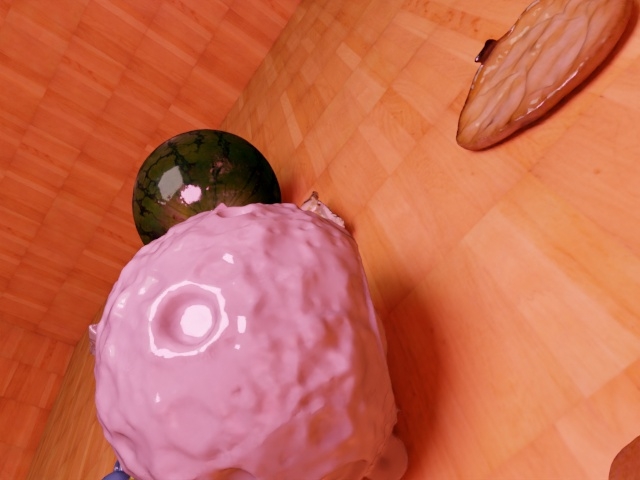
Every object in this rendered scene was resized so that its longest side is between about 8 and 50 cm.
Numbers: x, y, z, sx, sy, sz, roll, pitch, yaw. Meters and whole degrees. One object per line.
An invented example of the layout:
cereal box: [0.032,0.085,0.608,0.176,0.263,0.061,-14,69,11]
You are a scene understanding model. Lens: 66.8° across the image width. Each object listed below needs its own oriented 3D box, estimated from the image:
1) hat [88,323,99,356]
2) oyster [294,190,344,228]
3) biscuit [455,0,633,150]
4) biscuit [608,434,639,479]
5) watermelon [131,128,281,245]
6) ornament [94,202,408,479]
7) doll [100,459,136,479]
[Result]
hat: [-0.229,0.198,0.865,0.301,0.258,0.168,28,128,29]
oyster: [-0.004,0.009,0.857,0.133,0.072,0.209,-49,46,8]
biscuit: [0.270,-0.223,0.622,0.260,0.041,0.203,-52,29,18]
biscuit: [0.221,0.212,0.235,0.262,0.052,0.277,-33,36,43]
watermelon: [-0.255,-0.086,1.108,0.363,0.363,0.363,-43,31,33]
ornament: [-0.080,0.128,0.534,0.337,0.337,0.337,-43,31,33]
doll: [-0.476,0.634,1.023,0.346,0.099,0.341,-42,29,39]
